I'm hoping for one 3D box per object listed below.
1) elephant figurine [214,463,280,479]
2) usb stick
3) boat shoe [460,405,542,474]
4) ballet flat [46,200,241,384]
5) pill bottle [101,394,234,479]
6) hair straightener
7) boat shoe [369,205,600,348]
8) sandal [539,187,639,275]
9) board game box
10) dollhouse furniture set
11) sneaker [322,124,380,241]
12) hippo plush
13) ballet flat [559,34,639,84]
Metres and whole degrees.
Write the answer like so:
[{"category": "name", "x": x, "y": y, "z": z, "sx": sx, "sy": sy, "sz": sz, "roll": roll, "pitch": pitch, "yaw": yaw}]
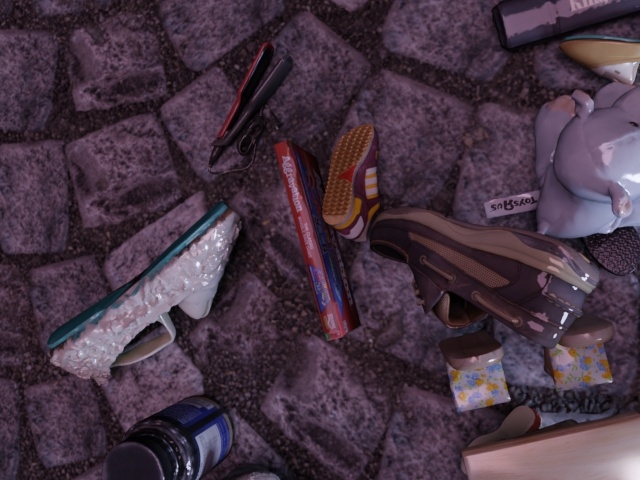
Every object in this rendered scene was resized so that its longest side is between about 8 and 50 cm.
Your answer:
[{"category": "elephant figurine", "x": -0.106, "y": 0.402, "z": 0.886, "sx": 0.239, "sy": 0.186, "sz": 0.169, "roll": 44, "pitch": 120, "yaw": -4}, {"category": "usb stick", "x": 0.388, "y": -0.342, "z": 0.859, "sx": 0.278, "sy": 0.045, "sz": 0.077, "roll": -13, "pitch": 85, "yaw": 13}, {"category": "boat shoe", "x": 0.262, "y": 0.293, "z": 0.871, "sx": 0.137, "sy": 0.043, "sz": 0.049, "roll": -46, "pitch": 44, "yaw": 8}, {"category": "ballet flat", "x": -0.261, "y": 0.096, "z": 0.984, "sx": 0.409, "sy": 0.147, "sz": 0.147, "roll": -36, "pitch": 80, "yaw": 14}, {"category": "pill bottle", "x": -0.223, "y": 0.314, "z": 0.902, "sx": 0.123, "sy": 0.219, "sz": 0.122, "roll": 0, "pitch": 88, "yaw": 14}, {"category": "hair straightener", "x": -0.110, "y": -0.200, "z": 0.979, "sx": 0.089, "sy": 0.047, "sz": 0.230, "roll": 34, "pitch": 97, "yaw": 13}, {"category": "boat shoe", "x": 0.168, "y": 0.042, "z": 0.773, "sx": 0.132, "sy": 0.355, "sz": 0.130, "roll": 26, "pitch": 84, "yaw": -30}, {"category": "sandal", "x": 0.383, "y": -0.027, "z": 0.858, "sx": 0.067, "sy": 0.040, "sz": 0.179, "roll": -36, "pitch": 66, "yaw": 5}, {"category": "board game box", "x": 0.000, "y": 0.000, "z": 0.895, "sx": 0.027, "sy": 0.145, "sz": 0.281, "roll": -16, "pitch": 85, "yaw": 12}, {"category": "dollhouse furniture set", "x": 0.376, "y": 0.270, "z": 0.701, "sx": 0.394, "sy": 0.256, "sz": 0.362, "roll": -14, "pitch": 90, "yaw": 5}, {"category": "sneaker", "x": 0.058, "y": -0.088, "z": 0.930, "sx": 0.070, "sy": 0.084, "sz": 0.185, "roll": 0, "pitch": 63, "yaw": 39}, {"category": "hippo plush", "x": 0.342, "y": -0.117, "z": 0.744, "sx": 0.294, "sy": 0.236, "sz": 0.234, "roll": -19, "pitch": 70, "yaw": 11}, {"category": "ballet flat", "x": 0.448, "y": -0.242, "z": 0.826, "sx": 0.232, "sy": 0.080, "sz": 0.073, "roll": 5, "pitch": 100, "yaw": 15}]
